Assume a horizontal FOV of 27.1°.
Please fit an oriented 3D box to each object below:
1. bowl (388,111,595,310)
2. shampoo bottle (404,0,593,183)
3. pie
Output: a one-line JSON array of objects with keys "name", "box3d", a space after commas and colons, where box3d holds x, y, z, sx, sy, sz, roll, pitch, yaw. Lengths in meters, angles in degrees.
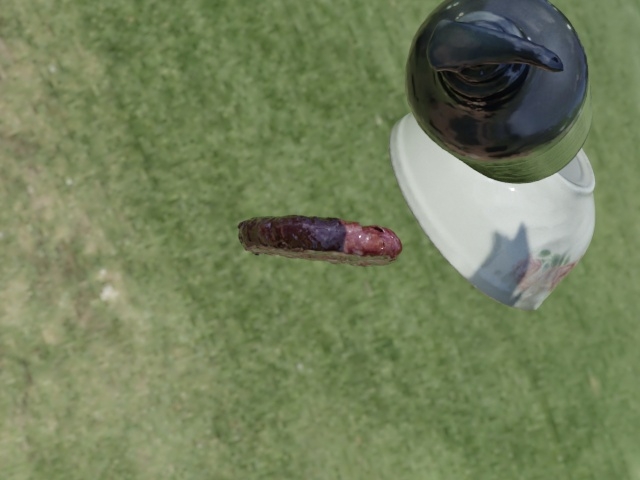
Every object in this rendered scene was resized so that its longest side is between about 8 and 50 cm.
[{"name": "bowl", "box3d": [0.222, -0.071, 1.545, 0.277, 0.145, 0.277, 35, 31, -25]}, {"name": "shampoo bottle", "box3d": [0.105, -0.091, 0.773, 0.284, 0.101, 0.101, 5, 66, -77]}, {"name": "pie", "box3d": [0.000, 0.000, 1.190, 0.154, 0.155, 0.036, 13, 81, -64]}]
